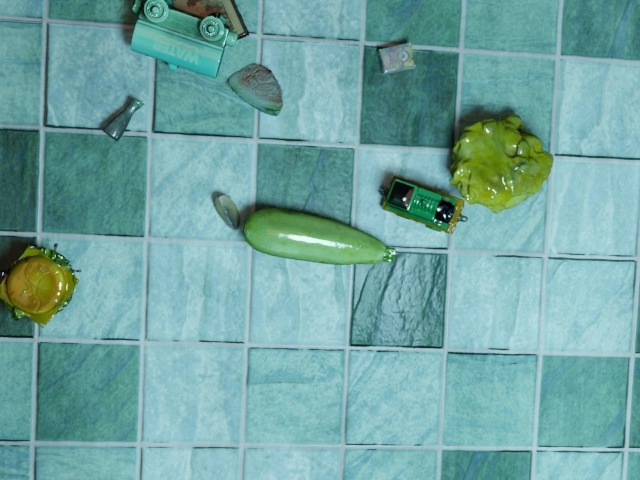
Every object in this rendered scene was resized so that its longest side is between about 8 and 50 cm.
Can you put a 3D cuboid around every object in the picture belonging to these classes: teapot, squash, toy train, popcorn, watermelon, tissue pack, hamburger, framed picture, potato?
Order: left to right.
[{"bbox_3d":[-0.650,0.104,1.779,0.189,0.093,0.164,-42,94,-4],"label":"hamburger"},{"bbox_3d":[-0.461,-0.288,1.808,0.042,0.043,0.111,38,84,-7],"label":"teapot"},{"bbox_3d":[-0.323,-0.472,1.782,0.248,0.101,0.159,19,107,-6],"label":"toy train"},{"bbox_3d":[-0.295,-0.539,1.826,0.195,0.010,0.200,-25,95,-5],"label":"framed picture"},{"bbox_3d":[-0.225,-0.072,1.850,0.037,0.036,0.093,-44,120,-38],"label":"potato"},{"bbox_3d":[-0.137,-0.347,1.815,0.094,0.081,0.180,-42,60,16],"label":"watermelon"},{"bbox_3d":[-0.001,-0.003,1.838,0.370,0.118,0.119,9,92,-10],"label":"squash"},{"bbox_3d":[0.185,-0.442,1.872,0.083,0.035,0.063,-14,94,-6],"label":"tissue pack"},{"bbox_3d":[0.241,-0.087,1.837,0.227,0.136,0.091,22,91,17],"label":"toy train"},{"bbox_3d":[0.430,-0.185,1.854,0.233,0.192,0.266,31,65,8],"label":"popcorn"}]
